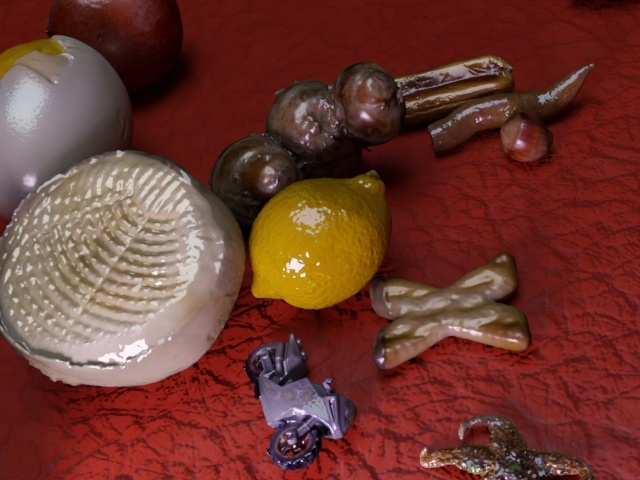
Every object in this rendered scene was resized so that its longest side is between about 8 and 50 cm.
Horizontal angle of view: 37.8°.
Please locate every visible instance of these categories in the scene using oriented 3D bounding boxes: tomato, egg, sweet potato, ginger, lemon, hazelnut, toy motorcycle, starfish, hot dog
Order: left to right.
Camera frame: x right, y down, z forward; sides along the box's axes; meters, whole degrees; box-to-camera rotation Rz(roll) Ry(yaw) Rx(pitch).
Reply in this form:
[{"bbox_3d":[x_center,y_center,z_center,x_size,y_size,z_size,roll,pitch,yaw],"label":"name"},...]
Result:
[{"bbox_3d":[-0.464,-0.173,1.583,0.283,0.283,0.344,-6,54,14],"label":"egg"},{"bbox_3d":[-0.390,-0.411,1.811,0.265,0.264,0.264,-10,44,10],"label":"tomato"},{"bbox_3d":[-0.046,-0.133,1.459,0.375,0.176,0.256,-39,16,-6],"label":"ginger"},{"bbox_3d":[-0.028,0.197,1.211,0.123,0.080,0.215,-22,39,-2],"label":"toy motorcycle"},{"bbox_3d":[0.000,0.000,1.316,0.244,0.187,0.187,-41,46,-1],"label":"lemon"},{"bbox_3d":[0.203,-0.247,1.576,0.250,0.068,0.100,-11,54,12],"label":"hot dog"},{"bbox_3d":[0.213,0.270,1.088,0.210,0.053,0.150,3,35,27],"label":"starfish"},{"bbox_3d":[0.310,-0.211,1.507,0.282,0.067,0.059,-17,0,2],"label":"sweet potato"},{"bbox_3d":[0.320,-0.161,1.448,0.086,0.086,0.086,-10,44,10],"label":"hazelnut"}]

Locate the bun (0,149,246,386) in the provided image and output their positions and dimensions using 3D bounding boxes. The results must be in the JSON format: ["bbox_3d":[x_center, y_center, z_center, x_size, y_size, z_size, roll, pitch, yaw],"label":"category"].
[{"bbox_3d":[-0.275,0.055,1.343,0.365,0.202,0.364,-7,59,12],"label":"bun"}]

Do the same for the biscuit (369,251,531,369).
[{"bbox_3d":[0.170,0.097,1.262,0.208,0.047,0.164,-10,45,10],"label":"biscuit"}]
